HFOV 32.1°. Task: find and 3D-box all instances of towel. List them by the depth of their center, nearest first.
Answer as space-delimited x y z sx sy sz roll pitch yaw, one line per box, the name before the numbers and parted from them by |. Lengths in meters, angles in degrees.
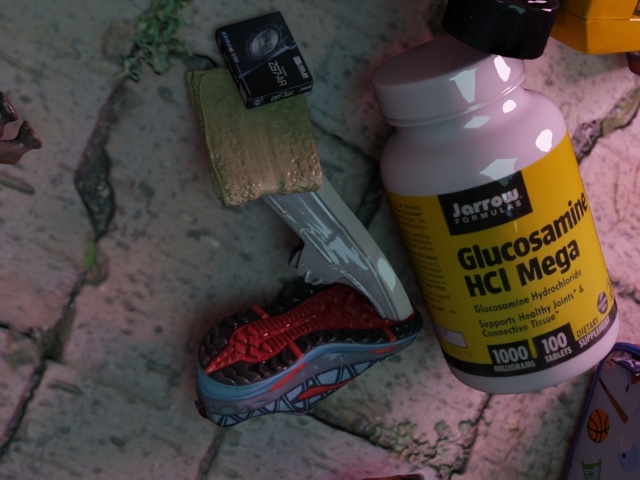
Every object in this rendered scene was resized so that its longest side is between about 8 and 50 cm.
towel | -0.060 -0.104 1.040 0.110 0.027 0.148 -11 68 -13

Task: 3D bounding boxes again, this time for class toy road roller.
toy road roller | 0.202 -0.308 1.024 0.330 0.240 0.202 -9 126 -37

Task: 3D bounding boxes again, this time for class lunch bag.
lunch bag | 0.388 0.266 1.241 0.115 0.243 0.303 7 102 -24

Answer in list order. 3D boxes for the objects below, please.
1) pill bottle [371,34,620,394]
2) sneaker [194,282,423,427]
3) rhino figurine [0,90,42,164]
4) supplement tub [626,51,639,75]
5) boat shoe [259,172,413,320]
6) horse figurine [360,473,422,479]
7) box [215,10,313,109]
pill bottle | 0.169 -0.030 1.104 0.188 0.188 0.334 -27 112 -14
sneaker | -0.017 0.115 1.134 0.262 0.104 0.125 -13 142 -30
rhino figurine | -0.348 -0.148 0.927 0.106 0.073 0.243 -39 113 -12
supplement tub | 0.366 -0.277 1.165 0.106 0.106 0.197 -17 109 -17
boat shoe | 0.000 0.000 1.093 0.081 0.079 0.227 -38 96 -3
horse figurine | 0.024 0.362 1.219 0.174 0.066 0.263 11 102 -30
box | -0.053 -0.170 1.044 0.067 0.018 0.083 -18 70 -16
